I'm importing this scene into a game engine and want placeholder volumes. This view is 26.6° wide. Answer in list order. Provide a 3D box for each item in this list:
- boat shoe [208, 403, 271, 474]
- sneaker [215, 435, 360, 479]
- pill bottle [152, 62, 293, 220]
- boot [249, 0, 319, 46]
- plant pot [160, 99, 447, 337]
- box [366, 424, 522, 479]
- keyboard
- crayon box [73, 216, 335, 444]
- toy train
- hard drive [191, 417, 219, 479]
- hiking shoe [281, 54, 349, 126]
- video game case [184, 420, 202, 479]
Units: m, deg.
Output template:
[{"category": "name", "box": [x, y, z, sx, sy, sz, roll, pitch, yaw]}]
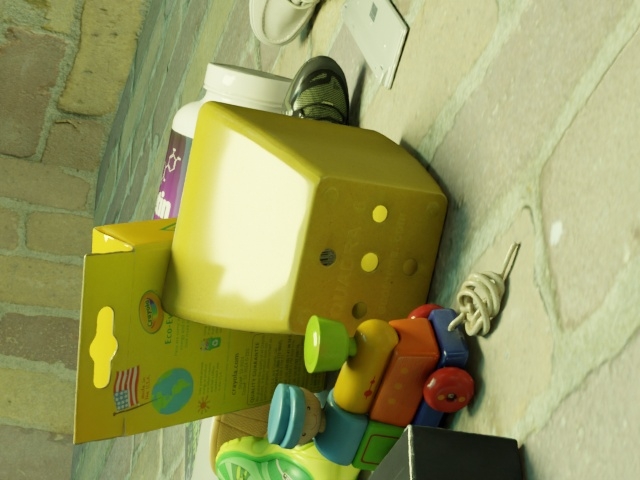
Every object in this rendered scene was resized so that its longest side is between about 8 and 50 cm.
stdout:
[{"category": "boat shoe", "box": [-0.065, 0.148, 1.595, 0.096, 0.098, 0.277, -163, 93, -75]}, {"category": "sneaker", "box": [-0.048, 0.272, 1.421, 0.295, 0.109, 0.124, 146, 136, -68]}, {"category": "pill bottle", "box": [-0.116, -0.056, 1.728, 0.181, 0.181, 0.323, -137, 58, -72]}, {"category": "boot", "box": [-0.031, -0.339, 1.752, 0.123, 0.095, 0.258, -89, 17, -52]}, {"category": "plant pot", "box": [0.000, 0.000, 1.274, 0.187, 0.212, 0.212, 24, 104, 57]}, {"category": "box", "box": [0.084, 0.244, 1.000, 0.156, 0.093, 0.158, 119, 154, -50]}, {"category": "keyboard", "box": [0.060, -0.251, 1.546, 0.256, 0.014, 0.072, -110, 39, -60]}, {"category": "crayon box", "box": [-0.129, 0.078, 1.397, 0.081, 0.318, 0.202, 23, 112, 45]}, {"category": "toy train", "box": [0.052, 0.086, 1.114, 0.105, 0.143, 0.248, -104, 28, -54]}, {"category": "hard drive", "box": [-0.135, 0.346, 1.800, 0.233, 0.047, 0.353, -165, 85, -75]}, {"category": "hiking shoe", "box": [0.009, -0.097, 1.531, 0.114, 0.086, 0.227, 8, 93, 61]}, {"category": "video game case", "box": [-0.177, 0.259, 2.047, 0.190, 0.022, 0.173, -97, 22, -45]}]
